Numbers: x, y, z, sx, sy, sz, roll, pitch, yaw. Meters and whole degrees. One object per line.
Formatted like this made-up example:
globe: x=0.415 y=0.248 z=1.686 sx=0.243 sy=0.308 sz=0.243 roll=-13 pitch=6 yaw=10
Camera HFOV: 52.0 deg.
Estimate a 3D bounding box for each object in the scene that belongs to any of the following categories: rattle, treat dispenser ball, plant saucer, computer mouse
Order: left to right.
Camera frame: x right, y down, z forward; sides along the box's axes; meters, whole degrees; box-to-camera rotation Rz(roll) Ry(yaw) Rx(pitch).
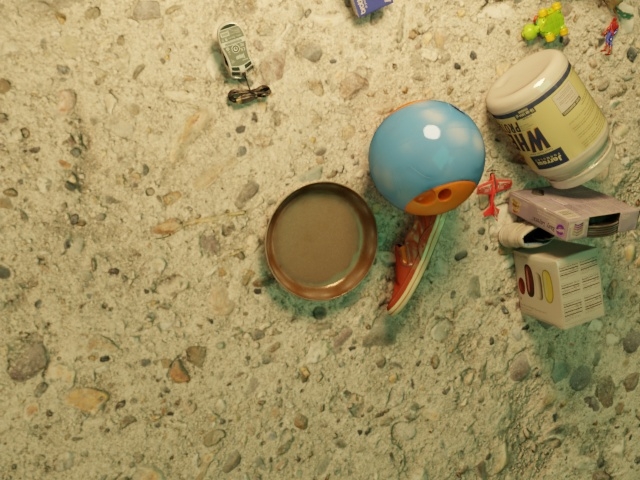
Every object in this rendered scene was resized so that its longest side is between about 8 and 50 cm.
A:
computer mouse: x=-0.193 y=-0.426 z=1.567 sx=0.106 sy=0.042 sz=0.193 roll=-21 pitch=110 yaw=-12
plant saucer: x=0.000 y=0.000 z=1.697 sx=0.310 sy=0.050 sz=0.311 roll=-3 pitch=100 yaw=-21
treat dispenser ball: x=0.264 y=-0.204 z=1.635 sx=0.288 sy=0.288 sz=0.288 roll=-3 pitch=99 yaw=-20
rattle: x=0.798 y=-0.681 z=1.883 sx=0.143 sy=0.130 sz=0.200 roll=-42 pitch=137 yaw=1

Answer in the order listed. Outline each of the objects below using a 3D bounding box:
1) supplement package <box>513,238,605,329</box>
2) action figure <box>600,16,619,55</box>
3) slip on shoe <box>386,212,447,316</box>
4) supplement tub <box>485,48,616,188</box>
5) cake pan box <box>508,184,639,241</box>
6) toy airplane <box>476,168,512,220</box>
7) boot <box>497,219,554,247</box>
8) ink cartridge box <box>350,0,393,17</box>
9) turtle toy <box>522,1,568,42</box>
supplement package: x=0.682 y=0.120 z=1.889 sx=0.149 sy=0.194 sz=0.203 roll=-15 pitch=102 yaw=-18
action figure: x=0.852 y=-0.604 z=1.934 sx=0.038 sy=0.030 sz=0.115 roll=23 pitch=85 yaw=-27
slip on shoe: x=0.244 y=0.047 z=1.773 sx=0.101 sy=0.123 sz=0.331 roll=22 pitch=96 yaw=10
supplement tub: x=0.628 y=-0.323 z=1.781 sx=0.235 sy=0.235 sz=0.325 roll=-46 pitch=110 yaw=-9
cake pan box: x=0.702 y=-0.085 z=1.827 sx=0.245 sy=0.267 sz=0.070 roll=-11 pitch=115 yaw=-20
toy airplane: x=0.492 y=-0.129 z=1.869 sx=0.151 sy=0.028 sz=0.151 roll=-3 pitch=96 yaw=-34
boot: x=0.651 y=-0.028 z=1.893 sx=0.258 sy=0.123 sz=0.095 roll=-18 pitch=104 yaw=-17
ink cartridge box: x=0.100 y=-0.660 z=1.594 sx=0.097 sy=0.046 sz=0.207 roll=-25 pitch=124 yaw=0
turtle toy: x=0.623 y=-0.599 z=1.828 sx=0.130 sy=0.066 sz=0.095 roll=-27 pitch=106 yaw=-14
